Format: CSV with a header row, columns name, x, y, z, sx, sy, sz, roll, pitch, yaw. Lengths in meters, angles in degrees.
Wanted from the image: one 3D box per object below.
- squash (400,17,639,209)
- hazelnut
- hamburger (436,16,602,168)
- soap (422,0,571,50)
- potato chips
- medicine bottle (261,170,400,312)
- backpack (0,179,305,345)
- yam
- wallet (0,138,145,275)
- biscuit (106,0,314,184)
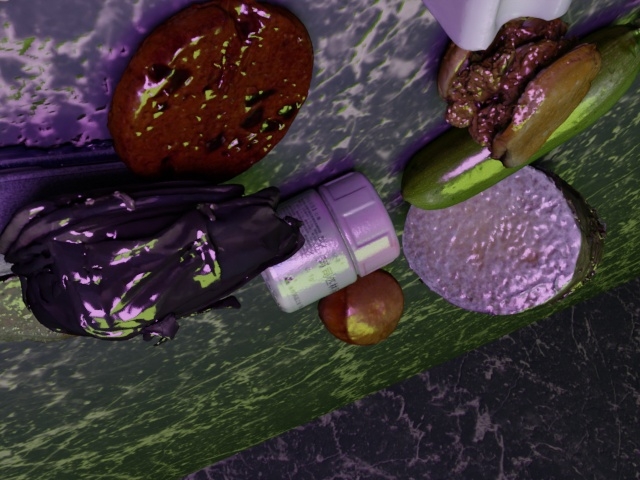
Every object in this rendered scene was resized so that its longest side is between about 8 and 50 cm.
name,x,y,z,sx,sy,sz,roll,pitch,yaw
squash,0.265,-0.154,0.794,0.378,0.101,0.101,-36,156,16
hazelnut,0.069,0.111,1.121,0.150,0.150,0.150,-23,157,-10
hamburger,0.207,-0.171,0.668,0.159,0.131,0.185,-42,159,2
soap,0.089,-0.251,0.321,0.087,0.160,0.265,-23,157,-6
potato chips,-0.331,0.082,0.654,0.228,0.059,0.167,-23,160,13
medicine bottle,0.000,0.000,0.789,0.168,0.135,0.135,-27,157,-4
backpack,-0.133,0.015,0.562,0.258,0.133,0.206,-18,-178,-36
yam,0.310,-0.006,0.987,0.241,0.241,0.348,-40,159,27
wallet,-0.232,-0.028,0.597,0.222,0.036,0.167,-10,151,-36
biscuit,-0.087,-0.119,0.534,0.192,0.049,0.192,-27,153,-15
